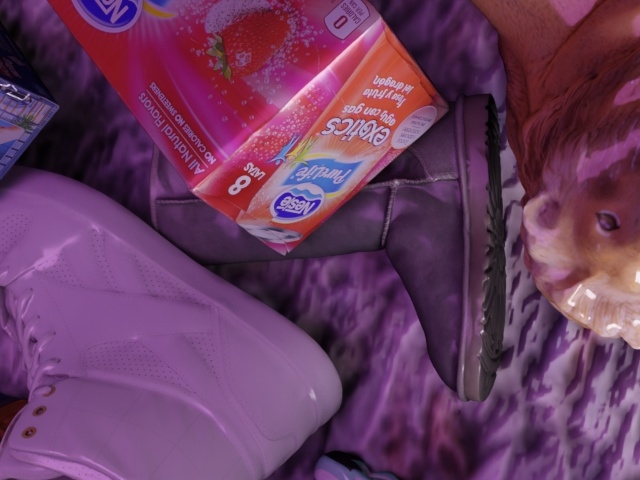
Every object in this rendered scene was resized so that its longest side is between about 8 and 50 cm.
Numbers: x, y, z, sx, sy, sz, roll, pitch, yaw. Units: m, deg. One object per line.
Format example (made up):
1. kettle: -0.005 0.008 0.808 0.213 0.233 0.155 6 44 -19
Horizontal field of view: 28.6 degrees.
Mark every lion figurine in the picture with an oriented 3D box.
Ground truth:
1. lion figurine: 0.118 -0.155 0.653 0.240 0.142 0.392 -42 70 12

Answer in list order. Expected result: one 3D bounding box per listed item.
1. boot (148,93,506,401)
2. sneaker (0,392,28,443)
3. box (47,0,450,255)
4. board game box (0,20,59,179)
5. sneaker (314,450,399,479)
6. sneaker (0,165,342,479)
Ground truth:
1. boot: 0.001 0.002 0.731 0.209 0.076 0.189 -3 75 15
2. sneaker: -0.176 0.196 0.785 0.296 0.112 0.131 24 117 28
3. box: -0.064 -0.134 0.694 0.128 0.122 0.257 -42 63 7
4. board game box: -0.265 -0.058 0.795 0.194 0.060 0.194 -55 41 12
5. sneaker: 0.035 0.172 0.740 0.098 0.038 0.069 21 99 30
6. sneaker: -0.153 0.067 0.728 0.292 0.169 0.108 27 139 24
